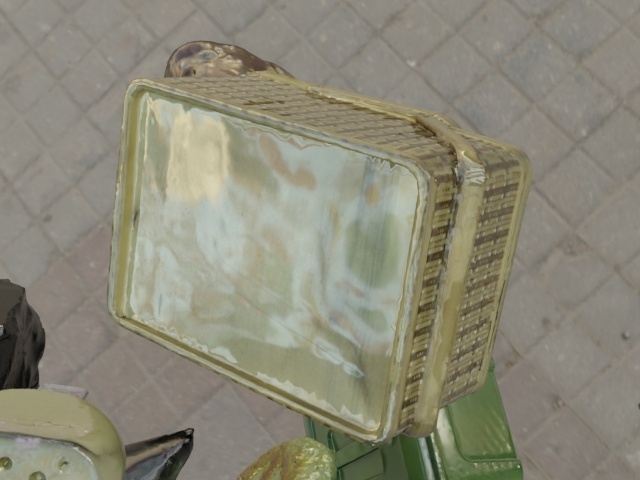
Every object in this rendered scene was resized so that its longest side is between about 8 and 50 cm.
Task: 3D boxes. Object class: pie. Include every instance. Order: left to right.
[{"bbox_3d":[-0.091,0.342,1.191,0.302,0.302,0.067,-45,95,0],"label":"pie"}]

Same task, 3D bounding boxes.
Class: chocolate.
[{"bbox_3d":[-0.114,-0.164,1.725,0.225,0.340,0.210,-45,38,17],"label":"chocolate"}]

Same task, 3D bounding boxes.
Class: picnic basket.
[{"bbox_3d":[0.000,0.000,0.838,0.313,0.175,0.228,20,111,33],"label":"picnic basket"}]

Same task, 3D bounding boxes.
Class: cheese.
[{"bbox_3d":[-0.143,0.095,0.527,0.097,0.192,0.037,9,92,-6],"label":"cheese"}]

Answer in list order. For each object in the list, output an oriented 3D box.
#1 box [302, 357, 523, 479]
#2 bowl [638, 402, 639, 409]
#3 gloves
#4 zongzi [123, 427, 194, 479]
[{"bbox_3d":[0.121,0.281,1.416,0.177,0.328,0.253,-1,69,-25],"label":"box"},{"bbox_3d":[0.533,0.222,1.341,0.211,0.211,0.112,27,79,23],"label":"bowl"},{"bbox_3d":[-0.313,0.180,0.997,0.152,0.197,0.301,-16,110,2],"label":"gloves"},{"bbox_3d":[-0.270,0.261,0.751,0.362,0.383,0.319,-61,30,3],"label":"zongzi"}]
